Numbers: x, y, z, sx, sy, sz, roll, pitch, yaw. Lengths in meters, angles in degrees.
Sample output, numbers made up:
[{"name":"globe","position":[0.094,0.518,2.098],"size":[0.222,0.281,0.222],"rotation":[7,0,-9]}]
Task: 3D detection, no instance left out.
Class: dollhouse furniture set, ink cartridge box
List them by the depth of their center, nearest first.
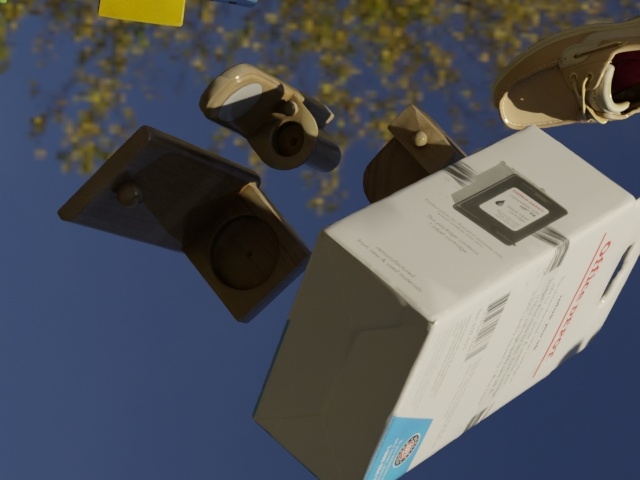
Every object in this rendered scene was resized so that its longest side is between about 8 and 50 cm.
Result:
[{"name":"ink cartridge box","position":[0.062,0.022,0.694],"size":[0.060,0.180,0.104],"rotation":[38,-50,23]},{"name":"dollhouse furniture set","position":[0.000,0.000,0.767],"size":[0.144,0.123,0.151],"rotation":[-44,-111,11]}]

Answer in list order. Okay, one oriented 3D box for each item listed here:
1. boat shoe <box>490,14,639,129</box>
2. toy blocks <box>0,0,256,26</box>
[{"name":"boat shoe","position":[0.192,-0.109,1.124],"size":[0.170,0.063,0.059],"rotation":[-20,-148,22]},{"name":"toy blocks","position":[-0.170,-0.225,1.046],"size":[0.261,0.381,0.191],"rotation":[-174,-89,-84]}]
